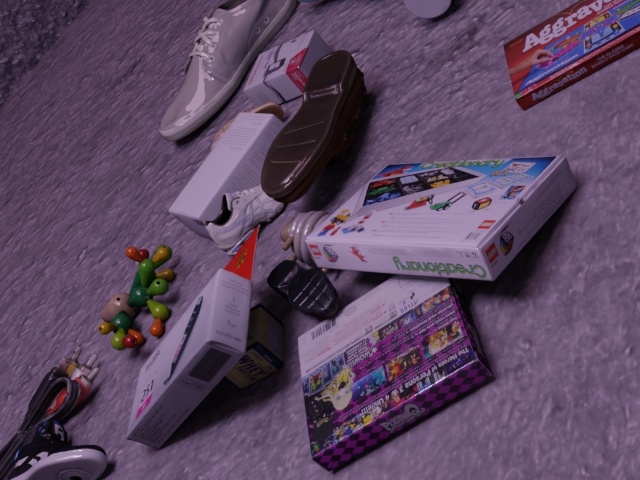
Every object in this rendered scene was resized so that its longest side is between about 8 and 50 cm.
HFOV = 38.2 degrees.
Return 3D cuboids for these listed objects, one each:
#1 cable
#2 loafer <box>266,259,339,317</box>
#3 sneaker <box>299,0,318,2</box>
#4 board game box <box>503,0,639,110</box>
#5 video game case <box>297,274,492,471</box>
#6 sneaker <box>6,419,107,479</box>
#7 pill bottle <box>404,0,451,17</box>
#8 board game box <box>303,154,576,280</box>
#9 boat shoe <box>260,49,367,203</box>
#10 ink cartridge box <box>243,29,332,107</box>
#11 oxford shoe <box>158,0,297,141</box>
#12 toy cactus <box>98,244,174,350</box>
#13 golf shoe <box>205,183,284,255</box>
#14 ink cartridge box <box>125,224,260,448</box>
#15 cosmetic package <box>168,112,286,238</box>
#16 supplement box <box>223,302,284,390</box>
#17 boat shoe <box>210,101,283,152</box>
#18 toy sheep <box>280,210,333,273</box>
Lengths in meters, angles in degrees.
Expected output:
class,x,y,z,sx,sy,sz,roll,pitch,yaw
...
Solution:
class,x,y,z,sx,sy,sz,roll,pitch,yaw
cable,-0.461,0.314,1.539,0.287,0.072,0.139,-60,33,-3
loafer,-0.012,0.073,1.263,0.062,0.061,0.170,-47,27,-5
sneaker,0.068,-0.542,1.801,0.366,0.135,0.150,-19,36,36
board game box,0.387,-0.295,1.269,0.281,0.027,0.145,-28,35,25
video game case,0.079,0.139,1.119,0.232,0.042,0.210,-34,32,17
sneaker,-0.404,0.321,1.426,0.217,0.079,0.121,-27,38,29
pill bottle,0.191,-0.471,1.608,0.108,0.108,0.180,-23,39,31
board game box,0.144,-0.033,1.177,0.305,0.053,0.193,3,37,50
boat shoe,0.008,-0.167,1.488,0.110,0.104,0.307,1,52,38
ink cartridge box,-0.064,-0.324,1.775,0.150,0.063,0.109,-14,44,39
oxford shoe,-0.220,-0.405,1.983,0.169,0.130,0.449,14,66,52
toy cactus,-0.327,0.102,1.580,0.180,0.112,0.219,-26,44,43
golf shoe,-0.117,-0.061,1.523,0.176,0.086,0.069,-53,31,-15
ink cartridge box,-0.180,0.128,1.317,0.275,0.060,0.239,-49,27,39
cosmetic package,-0.150,-0.113,1.621,0.117,0.085,0.231,14,67,54
supplement box,-0.100,0.149,1.295,0.083,0.056,0.083,-31,34,22
boat shoe,-0.143,-0.215,1.743,0.170,0.063,0.059,-32,41,21
toy sheep,0.000,0.000,1.326,0.132,0.091,0.091,14,62,27
